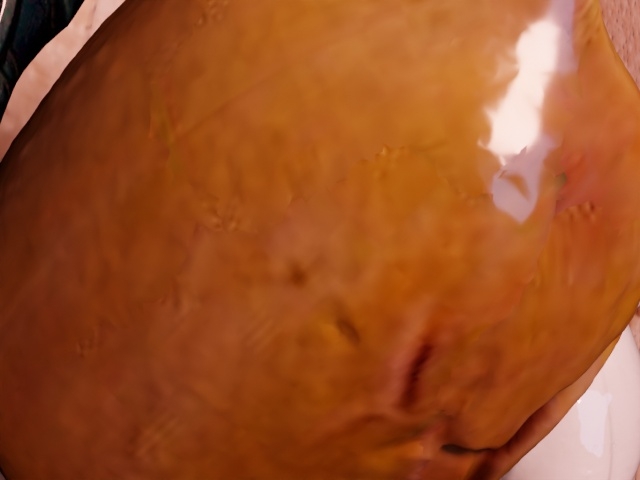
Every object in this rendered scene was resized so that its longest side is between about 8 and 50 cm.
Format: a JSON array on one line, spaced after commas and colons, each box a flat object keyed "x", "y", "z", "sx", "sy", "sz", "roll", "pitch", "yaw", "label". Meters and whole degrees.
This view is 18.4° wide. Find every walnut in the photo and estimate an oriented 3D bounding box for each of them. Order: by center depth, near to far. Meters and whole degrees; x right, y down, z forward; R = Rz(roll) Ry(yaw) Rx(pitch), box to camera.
[{"x": 0.000, "y": 0.000, "z": 0.645, "sx": 0.203, "sy": 0.298, "sz": 0.203, "roll": 20, "pitch": 48, "yaw": -23, "label": "walnut"}]

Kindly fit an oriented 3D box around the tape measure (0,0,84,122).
[{"x": -0.161, "y": -0.095, "z": 0.600, "sx": 0.186, "sy": 0.112, "sz": 0.199, "roll": 62, "pitch": 38, "yaw": -46, "label": "tape measure"}]

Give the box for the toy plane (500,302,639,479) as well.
[{"x": 0.047, "y": 0.009, "z": 0.816, "sx": 0.118, "sy": 0.252, "sz": 0.252, "roll": -10, "pitch": 100, "yaw": -37, "label": "toy plane"}]
